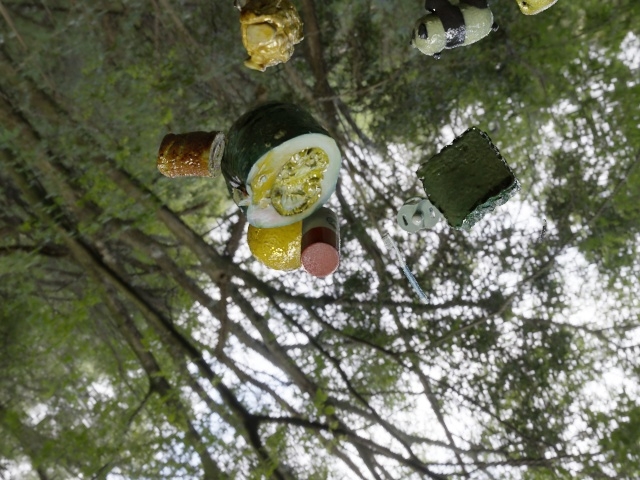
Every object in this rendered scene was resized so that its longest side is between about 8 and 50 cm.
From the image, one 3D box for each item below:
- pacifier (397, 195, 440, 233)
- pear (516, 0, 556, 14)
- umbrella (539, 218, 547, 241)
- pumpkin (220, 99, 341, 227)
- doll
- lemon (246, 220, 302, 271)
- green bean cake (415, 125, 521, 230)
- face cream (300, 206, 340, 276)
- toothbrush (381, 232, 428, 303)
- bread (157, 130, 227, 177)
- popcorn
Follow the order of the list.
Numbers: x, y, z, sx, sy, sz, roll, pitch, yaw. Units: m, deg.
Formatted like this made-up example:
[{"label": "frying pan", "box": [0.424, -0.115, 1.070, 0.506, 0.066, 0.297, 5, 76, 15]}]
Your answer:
[{"label": "pacifier", "box": [0.336, -0.088, 2.227, 0.150, 0.127, 0.116, -9, -174, 13]}, {"label": "pear", "box": [0.507, -0.592, 1.473, 0.104, 0.141, 0.141, 5, -142, 43]}, {"label": "umbrella", "box": [0.582, -0.020, 1.687, 0.013, 0.122, 0.022, -19, -121, 2]}, {"label": "pumpkin", "box": [-0.112, -0.188, 1.477, 0.263, 0.293, 0.197, -23, -123, -26]}, {"label": "doll", "box": [0.351, -0.583, 1.733, 0.234, 0.143, 0.135, -16, -125, -4]}, {"label": "lemon", "box": [-0.108, -0.038, 2.135, 0.310, 0.258, 0.258, -54, -168, 25]}, {"label": "green bean cake", "box": [0.448, -0.183, 1.956, 0.255, 0.241, 0.132, -40, 161, 20]}, {"label": "face cream", "box": [0.000, 0.000, 1.566, 0.096, 0.096, 0.214, -23, -157, 10]}, {"label": "toothbrush", "box": [0.222, 0.080, 1.676, 0.025, 0.275, 0.019, -35, -144, -1]}, {"label": "bread", "box": [-0.333, -0.227, 1.688, 0.172, 0.103, 0.132, 4, -110, 26]}, {"label": "popcorn", "box": [-0.110, -0.468, 1.440, 0.140, 0.163, 0.194, -5, -154, 8]}]
